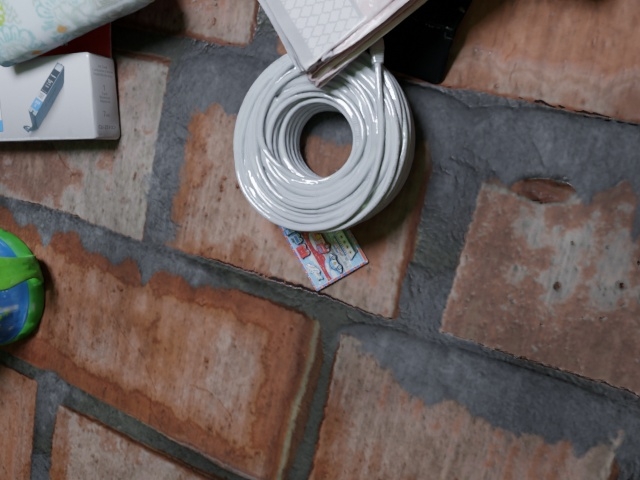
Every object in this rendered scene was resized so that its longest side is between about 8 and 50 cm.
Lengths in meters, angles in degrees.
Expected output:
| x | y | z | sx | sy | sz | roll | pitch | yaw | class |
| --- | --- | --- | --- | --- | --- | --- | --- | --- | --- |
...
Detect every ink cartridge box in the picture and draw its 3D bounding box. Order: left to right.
| x | y | z | sx | sy | sz | roll | pitch | yaw | class |
| --- | --- | --- | --- | --- | --- | --- | --- | --- | --- |
| -0.493 | -0.303 | 0.918 | 0.297 | 0.066 | 0.260 | 2 | 99 | 20 | ink cartridge box |

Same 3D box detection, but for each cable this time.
| x | y | z | sx | sy | sz | roll | pitch | yaw | class |
| --- | --- | --- | --- | --- | --- | --- | --- | --- | --- |
| 0.001 | -0.139 | 0.733 | 0.257 | 0.089 | 0.256 | -14 | 89 | 24 | cable |

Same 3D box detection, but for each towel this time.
| x | y | z | sx | sy | sz | roll | pitch | yaw | class |
| --- | --- | --- | --- | --- | --- | --- | --- | --- | --- |
| -0.426 | -0.485 | 0.776 | 0.321 | 0.090 | 0.374 | -11 | 99 | 26 | towel |
| 0.034 | -0.408 | 0.642 | 0.317 | 0.053 | 0.331 | -35 | 71 | 21 | towel |

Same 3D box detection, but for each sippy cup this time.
| x | y | z | sx | sy | sz | roll | pitch | yaw | class |
| --- | --- | --- | --- | --- | --- | --- | --- | --- | --- |
| -0.676 | 0.103 | 0.958 | 0.240 | 0.224 | 0.305 | 38 | 108 | 12 | sippy cup |

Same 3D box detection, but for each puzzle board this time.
| x | y | z | sx | sy | sz | roll | pitch | yaw | class |
| --- | --- | --- | --- | --- | --- | --- | --- | --- | --- |
| 0.000 | 0.000 | 0.798 | 0.096 | 0.011 | 0.128 | -32 | 86 | 22 | puzzle board |

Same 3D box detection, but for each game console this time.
| x | y | z | sx | sy | sz | roll | pitch | yaw | class |
| --- | --- | --- | --- | --- | --- | --- | --- | --- | --- |
| 0.126 | -0.289 | 0.710 | 0.122 | 0.071 | 0.107 | 24 | 75 | 16 | game console |
